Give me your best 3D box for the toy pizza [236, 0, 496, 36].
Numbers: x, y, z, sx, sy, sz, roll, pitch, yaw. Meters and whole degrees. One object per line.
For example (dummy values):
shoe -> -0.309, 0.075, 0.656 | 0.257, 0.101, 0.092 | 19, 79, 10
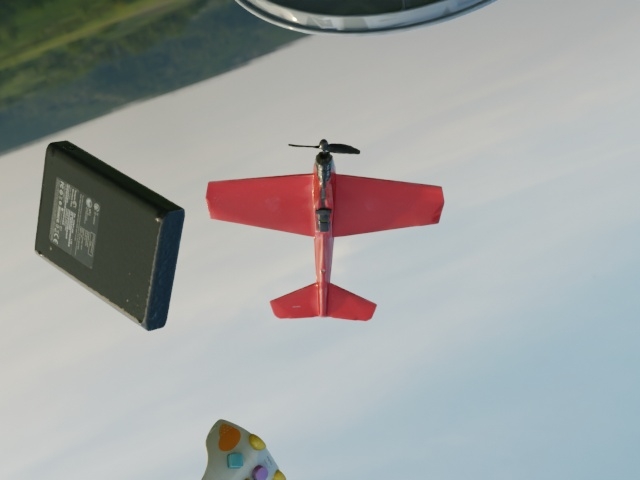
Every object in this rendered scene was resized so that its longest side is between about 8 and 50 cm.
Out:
toy pizza -> 0.042, -0.168, 0.620 | 0.201, 0.032, 0.201 | -9, -130, 11

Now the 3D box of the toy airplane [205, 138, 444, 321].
toy airplane -> 0.000, 0.000, 0.766 | 0.151, 0.151, 0.028 | -17, -144, 15

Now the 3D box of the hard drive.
hard drive -> -0.156, -0.005, 0.884 | 0.135, 0.094, 0.022 | 29, -152, 35

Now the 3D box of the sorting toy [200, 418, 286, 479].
sorting toy -> -0.072, 0.205, 1.008 | 0.045, 0.083, 0.075 | 0, -140, 41
